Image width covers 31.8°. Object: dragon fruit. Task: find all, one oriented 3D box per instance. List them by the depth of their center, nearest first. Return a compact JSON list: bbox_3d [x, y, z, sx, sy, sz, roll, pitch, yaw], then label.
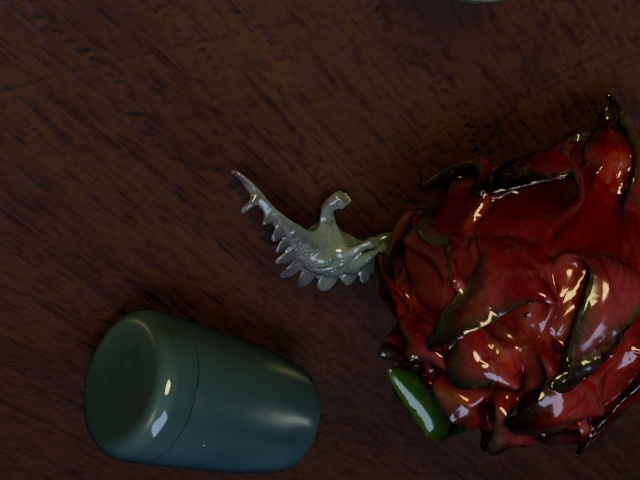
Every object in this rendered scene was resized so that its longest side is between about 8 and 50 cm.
[{"bbox_3d":[0.173,0.026,0.831,0.233,0.234,0.293,27,106,-40],"label":"dragon fruit"}]

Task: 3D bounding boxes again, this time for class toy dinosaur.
[{"bbox_3d":[0.000,0.002,0.872,0.082,0.039,0.209,-35,137,23],"label":"toy dinosaur"}]

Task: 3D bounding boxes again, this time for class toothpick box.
[{"bbox_3d":[-0.092,0.134,0.932,0.184,0.120,0.120,21,128,-40],"label":"toothpick box"}]

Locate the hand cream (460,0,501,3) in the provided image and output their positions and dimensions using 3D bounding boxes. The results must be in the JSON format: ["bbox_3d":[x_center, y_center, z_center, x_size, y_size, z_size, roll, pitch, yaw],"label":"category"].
[{"bbox_3d":[0.103,-0.232,0.610,0.084,0.084,0.203,1,133,-20],"label":"hand cream"}]
